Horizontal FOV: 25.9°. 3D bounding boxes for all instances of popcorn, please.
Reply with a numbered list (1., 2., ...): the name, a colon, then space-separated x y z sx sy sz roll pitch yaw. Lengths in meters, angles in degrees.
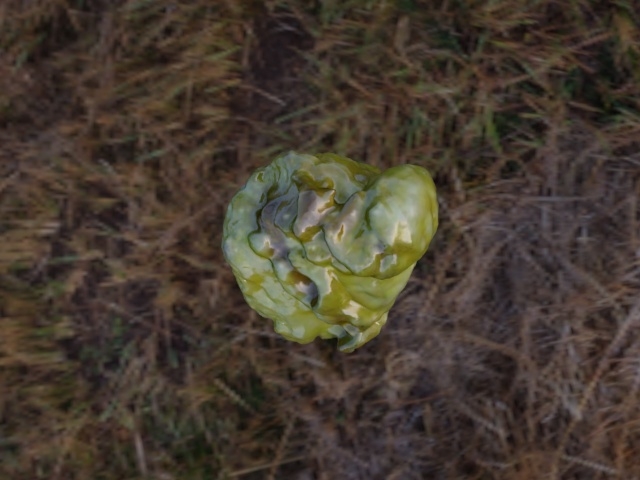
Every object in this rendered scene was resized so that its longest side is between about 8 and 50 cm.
1. popcorn: 0.000 0.000 1.594 0.225 0.174 0.286 20 147 -2
